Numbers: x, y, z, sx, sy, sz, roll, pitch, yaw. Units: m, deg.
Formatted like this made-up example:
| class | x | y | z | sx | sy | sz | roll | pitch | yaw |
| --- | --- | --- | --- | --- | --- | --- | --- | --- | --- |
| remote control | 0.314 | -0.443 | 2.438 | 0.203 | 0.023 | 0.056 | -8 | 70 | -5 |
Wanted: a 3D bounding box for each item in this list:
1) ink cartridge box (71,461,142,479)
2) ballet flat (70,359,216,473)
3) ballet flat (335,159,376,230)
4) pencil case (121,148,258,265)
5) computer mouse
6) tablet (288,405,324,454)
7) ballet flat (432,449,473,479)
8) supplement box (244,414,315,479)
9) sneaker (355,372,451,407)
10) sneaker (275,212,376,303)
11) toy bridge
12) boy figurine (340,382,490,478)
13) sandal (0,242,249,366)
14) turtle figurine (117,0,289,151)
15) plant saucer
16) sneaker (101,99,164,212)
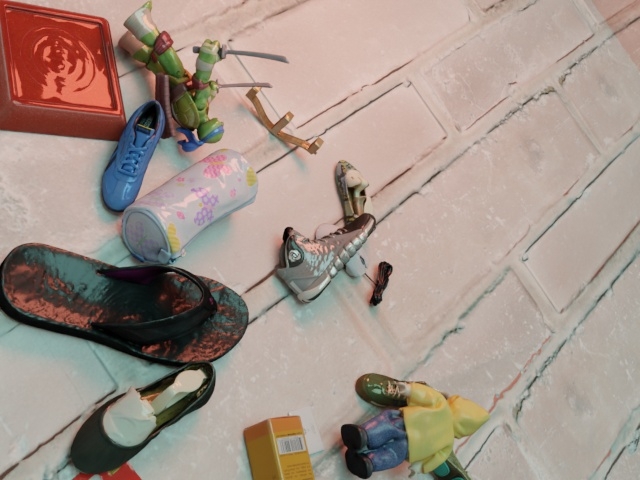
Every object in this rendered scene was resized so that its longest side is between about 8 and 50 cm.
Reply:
| class | x | y | z | sx | sy | sz | roll | pitch | yaw |
| --- | --- | --- | --- | --- | --- | --- | --- | --- | --- |
| ink cartridge box | -0.291 | 0.438 | 1.465 | 0.225 | 0.056 | 0.181 | 55 | 45 | -4 |
| ballet flat | -0.271 | 0.261 | 1.542 | 0.095 | 0.096 | 0.280 | 48 | 45 | 9 |
| ballet flat | 0.080 | -0.091 | 2.036 | 0.070 | 0.070 | 0.189 | 3 | 66 | -38 |
| pencil case | -0.225 | -0.062 | 1.732 | 0.124 | 0.114 | 0.273 | 31 | 42 | 16 |
| computer mouse | 0.070 | 0.035 | 1.976 | 0.193 | 0.042 | 0.106 | 43 | 49 | -14 |
| tablet | -0.025 | 0.342 | 1.763 | 0.054 | 0.006 | 0.083 | -8 | 73 | -41 |
| ballet flat | 0.258 | 0.447 | 1.897 | 0.067 | 0.073 | 0.206 | -32 | 92 | -52 |
| supplement box | -0.057 | 0.418 | 1.648 | 0.080 | 0.078 | 0.234 | 4 | 66 | -41 |
| sneaker | 0.168 | 0.291 | 1.891 | 0.192 | 0.086 | 0.064 | 24 | 54 | -28 |
| sneaker | 0.000 | 0.000 | 1.883 | 0.132 | 0.086 | 0.229 | 42 | 67 | -3 |
| toy bridge | -0.078 | -0.236 | 1.983 | 0.188 | 0.063 | 0.026 | 41 | 48 | -13 |
| boy figurine | 0.181 | 0.341 | 1.810 | 0.285 | 0.092 | 0.177 | -15 | 94 | -26 |
| sandal | -0.296 | 0.104 | 1.596 | 0.445 | 0.107 | 0.168 | 13 | 60 | -34 |
| turtle figurine | -0.228 | -0.331 | 1.826 | 0.266 | 0.274 | 0.198 | 47 | 12 | -5 |
| plant saucer | -0.462 | -0.307 | 1.720 | 0.259 | 0.047 | 0.259 | 2 | 67 | -39 |
| sneaker | -0.326 | -0.151 | 1.703 | 0.069 | 0.082 | 0.209 | 22 | 67 | -9 |
